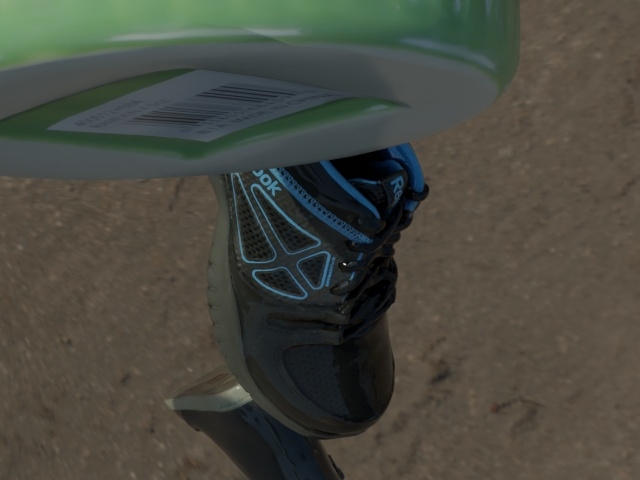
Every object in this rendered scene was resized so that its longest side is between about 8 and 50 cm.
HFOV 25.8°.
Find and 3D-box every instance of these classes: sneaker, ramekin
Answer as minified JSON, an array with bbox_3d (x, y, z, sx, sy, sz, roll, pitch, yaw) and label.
[{"bbox_3d":[0.000,0.000,0.913,0.125,0.139,0.341,-43,129,-38],"label":"sneaker"},{"bbox_3d":[-0.059,-0.119,0.576,0.303,0.303,0.148,-3,83,-16],"label":"ramekin"},{"bbox_3d":[-0.058,0.160,1.137,0.083,0.222,0.118,-31,95,-15],"label":"sneaker"}]
